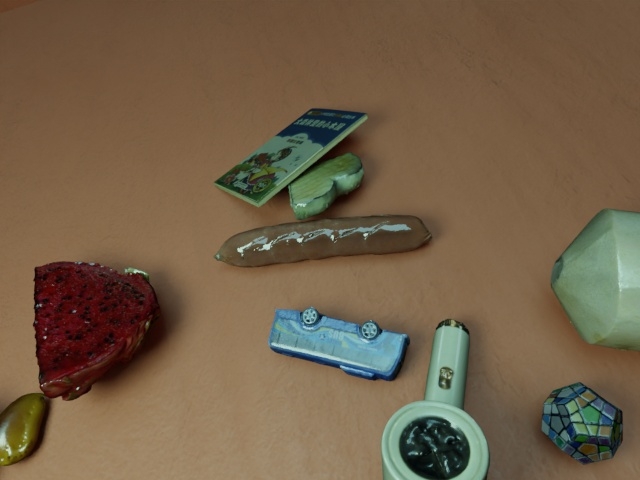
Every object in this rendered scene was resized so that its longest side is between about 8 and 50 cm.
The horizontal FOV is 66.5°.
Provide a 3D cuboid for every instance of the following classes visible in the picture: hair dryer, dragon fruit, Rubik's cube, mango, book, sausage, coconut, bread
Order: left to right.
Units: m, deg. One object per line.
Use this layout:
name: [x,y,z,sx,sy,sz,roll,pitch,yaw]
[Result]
mango: [-0.529,0.328,0.856,0.077,0.063,0.127,20,50,-13]
dragon fruit: [-0.398,0.168,0.903,0.205,0.152,0.317,-14,38,-21]
book: [-0.074,-0.203,1.106,0.322,0.018,0.228,-42,36,-17]
bread: [-0.010,-0.110,1.031,0.173,0.064,0.232,8,36,36]
sausage: [0.000,0.000,0.965,0.433,0.088,0.087,-6,55,7]
hair dryer: [0.180,0.243,0.720,0.128,0.203,0.362,5,40,18]
Rubik's cube: [0.376,0.261,0.702,0.093,0.111,0.111,4,52,-20]
coconut: [0.475,0.061,0.752,0.241,0.241,0.241,-5,55,8]

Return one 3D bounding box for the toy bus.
toy bus: [0.030,0.178,0.845,0.237,0.079,0.094,10,75,18]
